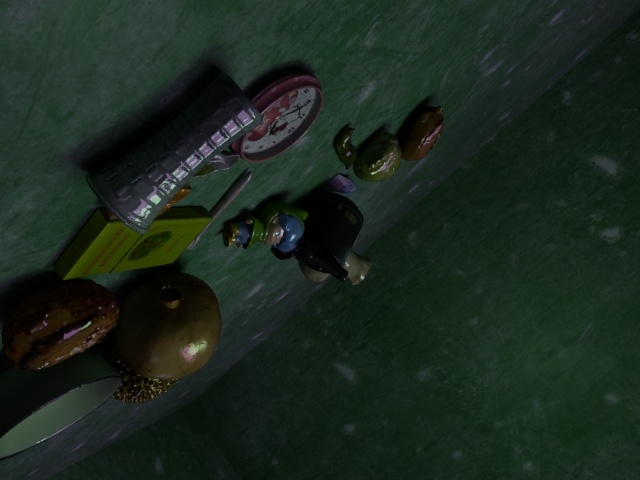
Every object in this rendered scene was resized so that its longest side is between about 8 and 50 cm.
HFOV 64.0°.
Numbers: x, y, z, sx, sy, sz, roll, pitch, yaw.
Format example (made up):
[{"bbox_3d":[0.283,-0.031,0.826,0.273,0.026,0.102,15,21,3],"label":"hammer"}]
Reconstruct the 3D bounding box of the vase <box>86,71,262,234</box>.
[{"bbox_3d":[-0.248,-0.160,0.904,0.299,0.143,0.143,-42,167,0],"label":"vase"}]

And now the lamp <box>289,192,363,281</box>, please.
[{"bbox_3d":[0.026,-0.031,1.746,0.272,0.205,0.374,-59,-165,-7],"label":"lamp"}]

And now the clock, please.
[{"bbox_3d":[-0.097,-0.265,1.110,0.244,0.056,0.244,-37,166,-11],"label":"clock"}]

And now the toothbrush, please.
[{"bbox_3d":[-0.276,-0.074,1.341,0.307,0.025,0.030,-44,158,25],"label":"toothbrush"}]

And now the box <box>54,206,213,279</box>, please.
[{"bbox_3d":[-0.413,-0.001,1.177,0.187,0.047,0.335,-44,165,21],"label":"box"}]

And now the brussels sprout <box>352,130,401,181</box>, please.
[{"bbox_3d":[0.194,-0.273,1.713,0.183,0.131,0.145,-42,145,18],"label":"brussels sprout"}]

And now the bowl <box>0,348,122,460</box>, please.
[{"bbox_3d":[-0.727,0.388,1.334,0.354,0.185,0.354,-36,166,-10],"label":"bowl"}]

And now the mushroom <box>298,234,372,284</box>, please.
[{"bbox_3d":[0.067,0.058,2.075,0.297,0.290,0.297,-52,-179,1],"label":"mushroom"}]

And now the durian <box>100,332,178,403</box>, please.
[{"bbox_3d":[-0.566,0.378,1.635,0.293,0.258,0.258,-40,168,-17],"label":"durian"}]

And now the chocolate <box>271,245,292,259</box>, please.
[{"bbox_3d":[-0.125,0.027,1.954,0.125,0.080,0.149,-41,168,10],"label":"chocolate"}]

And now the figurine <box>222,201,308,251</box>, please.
[{"bbox_3d":[-0.162,-0.038,1.549,0.264,0.143,0.162,-9,142,-32],"label":"figurine"}]

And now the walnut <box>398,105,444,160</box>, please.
[{"bbox_3d":[0.349,-0.373,1.786,0.137,0.137,0.245,-27,153,-41],"label":"walnut"}]

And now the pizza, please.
[{"bbox_3d":[-0.352,-0.084,1.043,0.175,0.046,0.134,-21,171,-28],"label":"pizza"}]

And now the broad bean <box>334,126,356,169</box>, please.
[{"bbox_3d":[0.078,-0.274,1.555,0.070,0.048,0.213,-36,163,-9],"label":"broad bean"}]

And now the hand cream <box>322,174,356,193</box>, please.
[{"bbox_3d":[0.077,-0.197,1.827,0.084,0.053,0.142,-45,155,27],"label":"hand cream"}]

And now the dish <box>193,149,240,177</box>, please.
[{"bbox_3d":[-0.234,-0.173,1.069,0.137,0.039,0.091,-16,164,-41],"label":"dish"}]

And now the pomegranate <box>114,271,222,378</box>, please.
[{"bbox_3d":[-0.419,0.231,1.433,0.319,0.319,0.319,-36,167,-10],"label":"pomegranate"}]

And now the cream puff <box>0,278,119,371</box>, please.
[{"bbox_3d":[-0.569,0.176,1.113,0.240,0.163,0.240,-32,180,0],"label":"cream puff"}]
